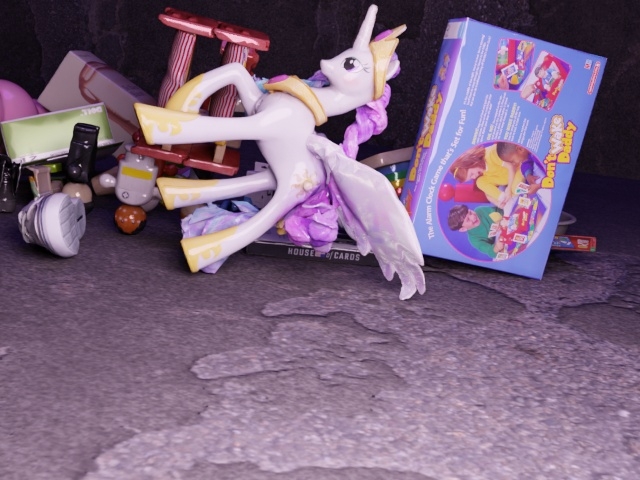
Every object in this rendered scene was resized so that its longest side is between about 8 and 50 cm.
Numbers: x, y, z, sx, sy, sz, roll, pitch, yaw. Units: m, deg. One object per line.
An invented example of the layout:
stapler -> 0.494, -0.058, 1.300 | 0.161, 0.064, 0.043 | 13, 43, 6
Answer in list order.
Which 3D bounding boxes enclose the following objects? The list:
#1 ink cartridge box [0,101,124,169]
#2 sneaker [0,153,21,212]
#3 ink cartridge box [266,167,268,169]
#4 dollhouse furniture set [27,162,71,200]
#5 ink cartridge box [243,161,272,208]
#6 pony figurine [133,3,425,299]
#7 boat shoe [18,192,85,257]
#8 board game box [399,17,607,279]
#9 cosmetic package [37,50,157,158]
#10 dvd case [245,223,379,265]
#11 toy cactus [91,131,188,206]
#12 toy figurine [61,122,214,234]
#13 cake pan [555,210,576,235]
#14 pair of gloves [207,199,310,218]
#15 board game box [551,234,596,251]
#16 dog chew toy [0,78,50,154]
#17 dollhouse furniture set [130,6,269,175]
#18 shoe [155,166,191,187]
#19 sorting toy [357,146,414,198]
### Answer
ink cartridge box -> -0.461, -0.184, 1.537 | 0.189, 0.097, 0.255 | -15, 4, -21
sneaker -> -0.503, -0.097, 1.372 | 0.051, 0.089, 0.170 | 1, 13, -28
ink cartridge box -> -0.034, -0.157, 1.872 | 0.181, 0.056, 0.225 | -8, -1, 13
dollhouse furniture set -> -0.455, -0.085, 1.407 | 0.059, 0.076, 0.151 | -5, 9, 4
ink cartridge box -> -0.118, -0.107, 1.671 | 0.048, 0.083, 0.028 | 13, 12, 27
pony figurine -> -0.025, -0.094, 1.135 | 0.363, 0.351, 0.303 | -20, 24, -12
boat shoe -> -0.358, -0.017, 1.141 | 0.076, 0.083, 0.226 | -7, 2, -8
board game box -> 0.265, -0.134, 1.313 | 0.233, 0.347, 0.078 | 12, 9, -15
cosmetic package -> -0.404, -0.251, 1.784 | 0.296, 0.129, 0.153 | 35, 11, -6
dvd case -> 0.000, 0.000, 1.358 | 0.239, 0.029, 0.179 | 5, 12, -8
toy cactus -> -0.325, -0.128, 1.574 | 0.180, 0.112, 0.219 | -18, 51, -5
toy figurine -> -0.284, -0.090, 1.368 | 0.209, 0.148, 0.213 | 22, 16, 33
cake pan -> 0.353, -0.042, 1.722 | 0.293, 0.054, 0.293 | 7, 11, -1
pair of gloves -> -0.091, -0.050, 1.475 | 0.198, 0.023, 0.159 | 6, -3, -3
board game box -> 0.301, -0.001, 1.468 | 0.281, 0.027, 0.145 | 4, -4, -13
dog chew toy -> -0.654, -0.233, 1.708 | 0.207, 0.206, 0.332 | 15, 6, 34
dollhouse furniture set -> -0.179, -0.248, 1.349 | 0.152, 0.201, 0.374 | 13, 16, -9
shoe -> -0.278, -0.125, 1.710 | 0.081, 0.063, 0.178 | 14, 18, 10
sorting toy -> 0.162, -0.126, 1.759 | 0.255, 0.089, 0.257 | -14, 0, -30
